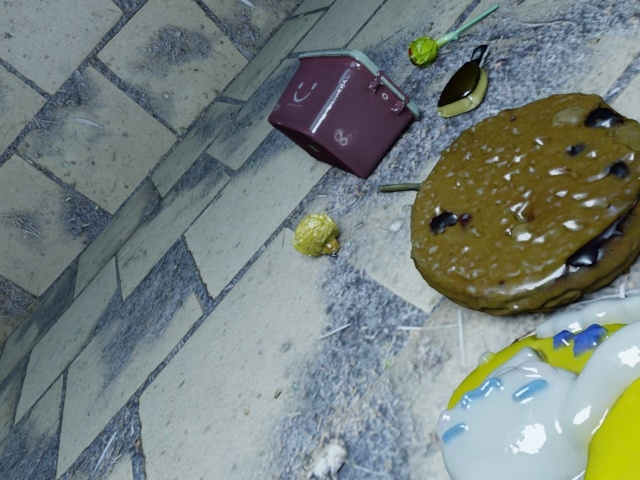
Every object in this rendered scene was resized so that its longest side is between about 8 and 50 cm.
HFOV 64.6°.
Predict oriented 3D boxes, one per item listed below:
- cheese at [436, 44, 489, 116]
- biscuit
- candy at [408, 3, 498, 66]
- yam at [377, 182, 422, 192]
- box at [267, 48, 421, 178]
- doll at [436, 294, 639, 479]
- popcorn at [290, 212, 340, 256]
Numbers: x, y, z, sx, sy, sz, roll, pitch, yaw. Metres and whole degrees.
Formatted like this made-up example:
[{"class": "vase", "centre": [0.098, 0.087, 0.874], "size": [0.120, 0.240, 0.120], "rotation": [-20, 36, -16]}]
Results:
[{"class": "cheese", "centre": [0.256, -0.282, 0.872], "size": [0.086, 0.036, 0.162], "rotation": [-12, 45, 51]}, {"class": "biscuit", "centre": [0.229, -0.042, 0.578], "size": [0.296, 0.075, 0.296], "rotation": [-28, 37, 24]}, {"class": "candy", "centre": [0.266, -0.416, 1.018], "size": [0.194, 0.062, 0.058], "rotation": [-27, -10, 19]}, {"class": "yam", "centre": [0.133, -0.086, 0.827], "size": [0.107, 0.014, 0.014], "rotation": [5, 58, 56]}, {"class": "box", "centre": [0.031, -0.245, 0.990], "size": [0.167, 0.193, 0.294], "rotation": [-57, 29, 2]}, {"class": "doll", "centre": [0.159, 0.135, 0.367], "size": [0.252, 0.111, 0.237], "rotation": [-37, 4, 26]}, {"class": "popcorn", "centre": [0.000, 0.000, 0.855], "size": [0.084, 0.084, 0.084], "rotation": [-34, 32, 25]}]
